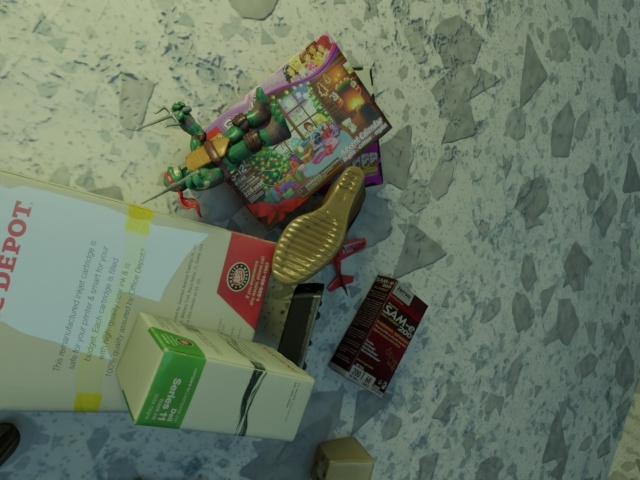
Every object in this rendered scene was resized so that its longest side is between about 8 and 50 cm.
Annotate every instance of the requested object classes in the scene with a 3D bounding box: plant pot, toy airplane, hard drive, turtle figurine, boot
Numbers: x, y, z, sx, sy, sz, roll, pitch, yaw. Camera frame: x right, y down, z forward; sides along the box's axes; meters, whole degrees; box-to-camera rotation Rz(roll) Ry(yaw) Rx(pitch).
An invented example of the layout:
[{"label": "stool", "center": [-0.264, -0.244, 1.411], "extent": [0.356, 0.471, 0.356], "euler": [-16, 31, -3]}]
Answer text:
[{"label": "plant pot", "center": [0.041, 0.503, 0.916], "extent": [0.096, 0.109, 0.109], "euler": [16, 87, -19]}, {"label": "toy airplane", "center": [0.039, 0.048, 0.896], "extent": [0.151, 0.028, 0.152], "euler": [-5, 101, -26]}, {"label": "hard drive", "center": [-0.035, 0.157, 0.752], "extent": [0.054, 0.255, 0.172], "euler": [15, 88, 2]}, {"label": "turtle figurine", "center": [-0.167, -0.136, 0.629], "extent": [0.234, 0.175, 0.118], "euler": [-31, 154, -6]}, {"label": "boot", "center": [0.000, 0.000, 0.751], "extent": [0.090, 0.207, 0.249], "euler": [33, 69, 7]}]

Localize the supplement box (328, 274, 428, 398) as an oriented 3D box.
[{"label": "supplement box", "center": [0.136, 0.216, 0.953], "extent": [0.130, 0.073, 0.240], "euler": [38, 75, -30]}]

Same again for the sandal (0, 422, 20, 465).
[{"label": "sandal", "center": [-0.505, 0.354, 0.571], "extent": [0.219, 0.089, 0.060], "euler": [-49, 140, -26]}]

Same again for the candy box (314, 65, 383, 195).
[{"label": "candy box", "center": [0.033, -0.216, 0.834], "extent": [0.159, 0.071, 0.234], "euler": [-14, 104, -28]}]

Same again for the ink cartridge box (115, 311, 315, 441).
[{"label": "ink cartridge box", "center": [-0.134, 0.175, 0.539], "extent": [0.208, 0.153, 0.087], "euler": [25, 83, -33]}]

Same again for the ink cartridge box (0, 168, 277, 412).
[{"label": "ink cartridge box", "center": [-0.292, 0.084, 0.612], "extent": [0.384, 0.160, 0.280], "euler": [17, 87, -34]}]

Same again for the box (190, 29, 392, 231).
[{"label": "box", "center": [-0.046, -0.186, 0.733], "extent": [0.293, 0.057, 0.201], "euler": [-41, 106, -3]}]
